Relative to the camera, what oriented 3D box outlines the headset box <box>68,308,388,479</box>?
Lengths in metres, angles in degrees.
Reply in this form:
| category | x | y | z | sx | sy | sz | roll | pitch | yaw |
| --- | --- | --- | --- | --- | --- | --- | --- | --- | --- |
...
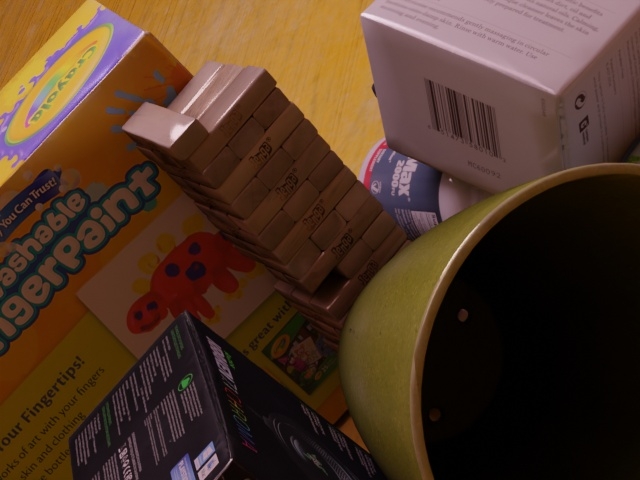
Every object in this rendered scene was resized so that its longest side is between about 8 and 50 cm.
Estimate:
| category | x | y | z | sx | sy | sz | roll | pitch | yaw |
| --- | --- | --- | --- | --- | --- | --- | --- | --- | --- |
| headset box | -0.012 | 0.214 | 1.101 | 0.131 | 0.283 | 0.246 | -47 | 20 | 7 |

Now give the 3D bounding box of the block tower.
| category | x | y | z | sx | sy | sz | roll | pitch | yaw |
| --- | --- | --- | --- | --- | --- | --- | --- | --- | --- |
| block tower | 0.000 | 0.000 | 1.306 | 0.097 | 0.335 | 0.091 | -51 | 30 | -12 |

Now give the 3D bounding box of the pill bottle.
| category | x | y | z | sx | sy | sz | roll | pitch | yaw |
| --- | --- | --- | --- | --- | --- | --- | --- | --- | --- |
| pill bottle | 0.125 | -0.040 | 1.439 | 0.180 | 0.108 | 0.108 | 6 | 55 | 53 |

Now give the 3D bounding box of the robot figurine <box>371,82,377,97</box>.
| category | x | y | z | sx | sy | sz | roll | pitch | yaw |
| --- | --- | --- | --- | --- | --- | --- | --- | --- | --- |
| robot figurine | 0.179 | -0.192 | 1.590 | 0.291 | 0.085 | 0.211 | -4 | 47 | 48 |

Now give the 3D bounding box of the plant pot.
| category | x | y | z | sx | sy | sz | roll | pitch | yaw |
| --- | --- | --- | --- | --- | --- | --- | --- | --- | --- |
| plant pot | 0.126 | 0.087 | 1.150 | 0.275 | 0.275 | 0.293 | -51 | 17 | -13 |

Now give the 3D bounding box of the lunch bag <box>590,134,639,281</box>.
| category | x | y | z | sx | sy | sz | roll | pitch | yaw |
| --- | --- | --- | --- | --- | --- | --- | --- | --- | --- |
| lunch bag | 0.308 | -0.024 | 1.206 | 0.219 | 0.090 | 0.176 | -7 | 47 | 47 |

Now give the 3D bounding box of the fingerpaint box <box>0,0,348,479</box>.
| category | x | y | z | sx | sy | sz | roll | pitch | yaw |
| --- | --- | --- | --- | --- | --- | --- | --- | --- | --- |
| fingerpaint box | -0.197 | 0.092 | 1.394 | 0.445 | 0.371 | 0.163 | -48 | 30 | -3 |

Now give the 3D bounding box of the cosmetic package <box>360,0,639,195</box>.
| category | x | y | z | sx | sy | sz | roll | pitch | yaw |
| --- | --- | --- | --- | --- | --- | --- | --- | --- | --- |
| cosmetic package | 0.224 | -0.206 | 1.356 | 0.197 | 0.155 | 0.365 | 28 | 59 | 34 |
